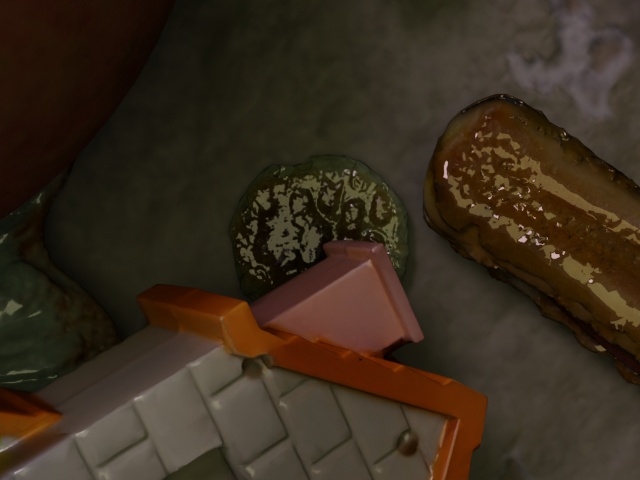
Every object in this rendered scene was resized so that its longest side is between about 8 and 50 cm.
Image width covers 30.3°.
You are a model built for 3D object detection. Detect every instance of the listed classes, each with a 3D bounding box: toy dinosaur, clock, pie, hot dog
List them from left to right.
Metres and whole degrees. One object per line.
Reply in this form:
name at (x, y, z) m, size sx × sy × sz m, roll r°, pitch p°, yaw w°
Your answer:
toy dinosaur at (-0.178, 0.123, 0.519) m, size 0.206 × 0.092 × 0.392 m, roll -10°, pitch 82°, yaw -4°
clock at (-0.054, 0.126, 0.465) m, size 0.255 × 0.106 × 0.219 m, roll -30°, pitch 106°, yaw -25°
pie at (0.000, 0.000, 0.544) m, size 0.085 × 0.020 × 0.084 m, roll 0°, pitch 91°, yaw 2°
hot dog at (0.166, 0.043, 0.519) m, size 0.289 × 0.068 × 0.083 m, roll 38°, pitch 69°, yaw 5°

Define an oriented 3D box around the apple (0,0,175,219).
apple at (-0.222, -0.143, 0.380) m, size 0.364 × 0.364 × 0.363 m, roll 0°, pitch 91°, yaw 1°
